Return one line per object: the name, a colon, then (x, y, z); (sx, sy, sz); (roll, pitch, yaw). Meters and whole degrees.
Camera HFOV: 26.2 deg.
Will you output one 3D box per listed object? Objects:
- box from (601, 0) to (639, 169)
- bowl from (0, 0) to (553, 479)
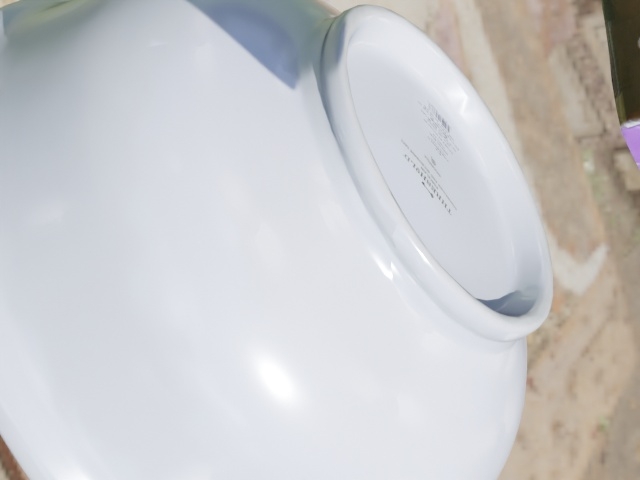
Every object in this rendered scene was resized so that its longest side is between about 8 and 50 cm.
box: (0.170, -0.144, 0.368); (0.057, 0.201, 0.293); (53, 29, -41)
bowl: (0.000, 0.000, 0.553); (0.298, 0.134, 0.297); (40, 34, -35)
